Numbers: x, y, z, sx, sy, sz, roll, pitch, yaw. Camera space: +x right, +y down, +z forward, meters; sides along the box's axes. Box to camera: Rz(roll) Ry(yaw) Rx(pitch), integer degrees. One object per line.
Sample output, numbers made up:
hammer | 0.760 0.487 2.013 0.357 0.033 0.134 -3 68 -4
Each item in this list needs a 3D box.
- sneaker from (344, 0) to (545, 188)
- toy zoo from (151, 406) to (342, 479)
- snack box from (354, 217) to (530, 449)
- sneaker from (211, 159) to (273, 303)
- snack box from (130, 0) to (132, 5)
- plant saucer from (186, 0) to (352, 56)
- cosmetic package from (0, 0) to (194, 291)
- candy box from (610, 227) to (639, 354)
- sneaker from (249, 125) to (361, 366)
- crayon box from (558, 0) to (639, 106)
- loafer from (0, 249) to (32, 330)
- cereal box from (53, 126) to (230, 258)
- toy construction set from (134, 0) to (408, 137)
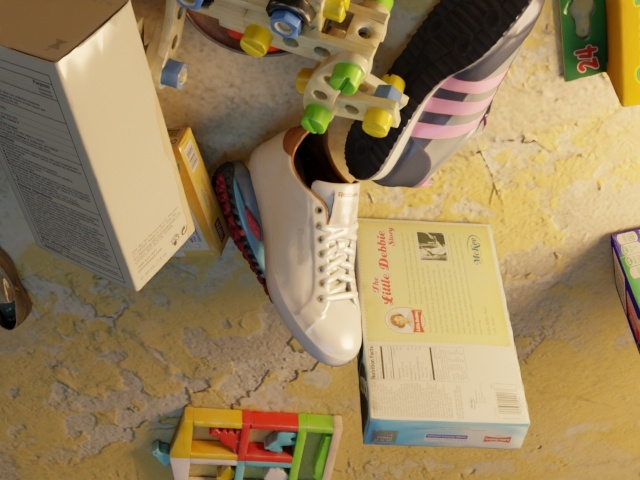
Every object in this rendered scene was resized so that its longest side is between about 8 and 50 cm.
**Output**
sneaker | 0.163 -0.184 1.209 0.131 0.112 0.319 13 133 -39
toy zoo | -0.123 0.345 1.680 0.293 0.030 0.192 5 130 -8
snack box | 0.137 0.105 1.295 0.187 0.321 0.060 3 136 -5
sneaker | -0.046 -0.010 1.355 0.125 0.104 0.261 -35 121 -11
snack box | -0.243 -0.256 1.158 0.064 0.022 0.178 9 130 -12
plant saucer | -0.060 -0.293 1.129 0.199 0.036 0.198 -2 131 -3
cosmetic package | -0.248 -0.107 1.073 0.160 0.113 0.309 22 143 25
candy box | 0.567 0.083 1.339 0.317 0.268 0.122 -12 134 6
sneaker | 0.000 0.000 1.220 0.106 0.290 0.123 -8 166 -44
crayon box | 0.428 -0.267 1.151 0.319 0.081 0.202 -11 131 7
loafer | -0.434 0.064 1.405 0.056 0.050 0.148 -16 130 10
cereal box | -0.248 -0.054 1.280 0.240 0.047 0.173 0 132 18
toy construction set | -0.063 -0.210 1.094 0.328 0.151 0.215 6 156 1
